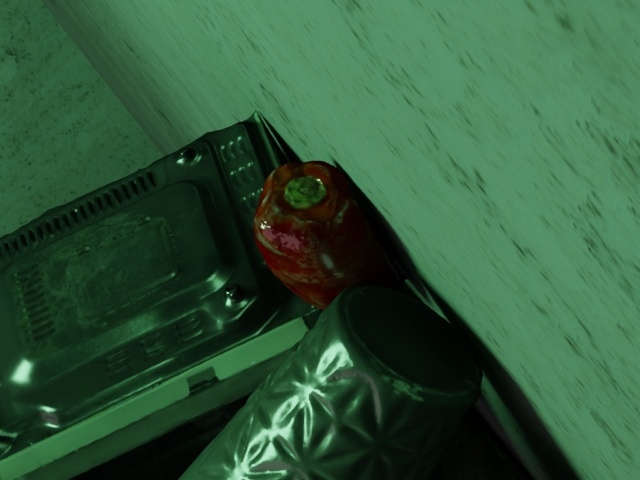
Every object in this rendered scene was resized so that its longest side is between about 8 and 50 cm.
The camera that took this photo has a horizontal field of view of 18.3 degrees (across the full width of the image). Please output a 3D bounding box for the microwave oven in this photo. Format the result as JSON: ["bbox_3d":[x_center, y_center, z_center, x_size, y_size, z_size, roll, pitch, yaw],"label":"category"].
[{"bbox_3d":[-0.123,0.082,1.351,0.181,0.295,0.237,57,-172,-50],"label":"microwave oven"}]

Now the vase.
[{"bbox_3d":[-0.012,0.168,1.212,0.251,0.301,0.156,5,-142,-41],"label":"vase"}]

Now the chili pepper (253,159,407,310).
[{"bbox_3d":[0.000,0.000,1.180,0.123,0.070,0.073,55,-168,-61],"label":"chili pepper"}]

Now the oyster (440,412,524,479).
[{"bbox_3d":[0.102,0.203,1.442,0.166,0.110,0.341,90,155,-45],"label":"oyster"}]
